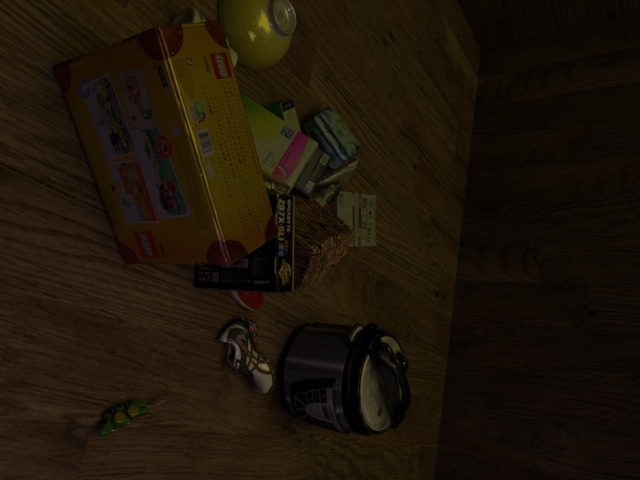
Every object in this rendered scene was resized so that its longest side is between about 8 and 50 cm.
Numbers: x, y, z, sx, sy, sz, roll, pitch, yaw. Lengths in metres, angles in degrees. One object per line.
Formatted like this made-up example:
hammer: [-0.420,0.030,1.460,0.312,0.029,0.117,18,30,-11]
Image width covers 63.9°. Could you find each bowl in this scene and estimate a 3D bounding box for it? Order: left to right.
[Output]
bowl: [-0.172,-0.707,1.654,0.289,0.156,0.289,3,86,-56]

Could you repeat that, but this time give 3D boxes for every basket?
basket: [-0.082,0.000,1.625,0.223,0.299,0.213,-26,145,-48]

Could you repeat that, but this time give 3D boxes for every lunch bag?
lunch bag: [0.045,-0.390,1.956,0.219,0.090,0.176,55,42,-4]

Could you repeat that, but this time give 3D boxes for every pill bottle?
pill bottle: [-0.328,-0.558,1.462,0.186,0.112,0.112,30,65,-50]

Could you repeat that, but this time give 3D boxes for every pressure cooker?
pressure cooker: [0.110,0.475,1.798,0.370,0.420,0.376,31,65,-52]

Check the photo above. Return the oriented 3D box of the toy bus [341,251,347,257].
toy bus: [0.004,0.012,1.926,0.104,0.191,0.202,124,-29,-79]

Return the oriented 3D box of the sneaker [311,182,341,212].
sneaker: [-0.033,-0.140,1.854,0.296,0.131,0.112,-47,161,-43]

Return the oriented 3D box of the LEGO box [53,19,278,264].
LEGO box: [-0.351,-0.202,1.193,0.193,0.372,0.500,-36,118,-50]

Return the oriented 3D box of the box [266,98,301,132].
box: [-0.112,-0.362,1.800,0.100,0.060,0.244,-47,127,-58]

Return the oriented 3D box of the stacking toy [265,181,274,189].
stacking toy: [-0.224,-0.077,1.505,0.052,0.221,0.167,5,83,-56]

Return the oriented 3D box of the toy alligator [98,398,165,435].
toy alligator: [-0.476,0.423,1.280,0.051,0.056,0.189,50,33,15]

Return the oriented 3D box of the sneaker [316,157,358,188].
sneaker: [0.058,-0.241,2.020,0.281,0.105,0.115,-28,130,-43]

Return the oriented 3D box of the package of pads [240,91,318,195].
package of pads: [-0.183,-0.281,1.559,0.296,0.101,0.229,32,55,-6]

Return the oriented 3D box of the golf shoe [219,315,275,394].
golf shoe: [-0.231,0.376,1.610,0.120,0.105,0.273,-29,108,-35]

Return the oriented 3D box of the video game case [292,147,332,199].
video game case: [-0.114,-0.275,1.663,0.274,0.026,0.196,31,56,-7]

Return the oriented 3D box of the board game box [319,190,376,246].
board game box: [0.119,-0.085,2.109,0.303,0.097,0.224,0,90,-54]

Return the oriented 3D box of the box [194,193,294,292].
box: [-0.217,0.011,1.423,0.079,0.322,0.257,6,84,-54]

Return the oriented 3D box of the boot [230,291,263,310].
boot: [-0.198,0.124,1.576,0.088,0.176,0.244,-57,134,-41]
